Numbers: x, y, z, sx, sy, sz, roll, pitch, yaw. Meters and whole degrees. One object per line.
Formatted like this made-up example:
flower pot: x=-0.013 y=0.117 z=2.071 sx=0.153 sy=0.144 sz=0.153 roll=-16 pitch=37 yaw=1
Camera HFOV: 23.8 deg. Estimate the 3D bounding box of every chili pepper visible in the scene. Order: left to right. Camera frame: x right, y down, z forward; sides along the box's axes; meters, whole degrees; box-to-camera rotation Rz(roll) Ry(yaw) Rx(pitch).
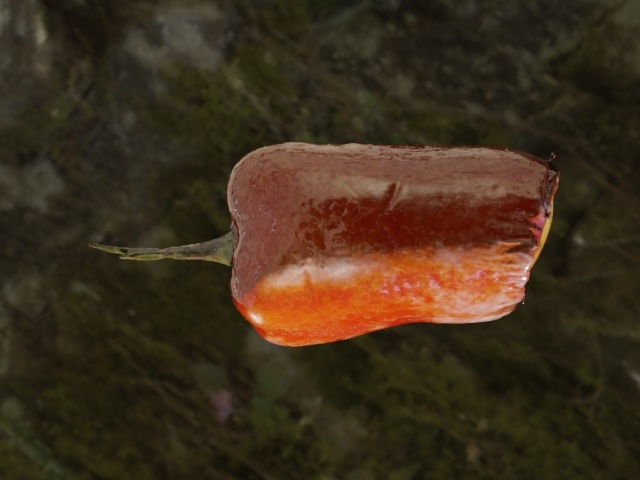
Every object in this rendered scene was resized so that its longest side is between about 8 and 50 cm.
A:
chili pepper: x=0.000 y=0.000 z=0.611 sx=0.086 sy=0.192 sz=0.084 roll=75 pitch=17 yaw=-54
